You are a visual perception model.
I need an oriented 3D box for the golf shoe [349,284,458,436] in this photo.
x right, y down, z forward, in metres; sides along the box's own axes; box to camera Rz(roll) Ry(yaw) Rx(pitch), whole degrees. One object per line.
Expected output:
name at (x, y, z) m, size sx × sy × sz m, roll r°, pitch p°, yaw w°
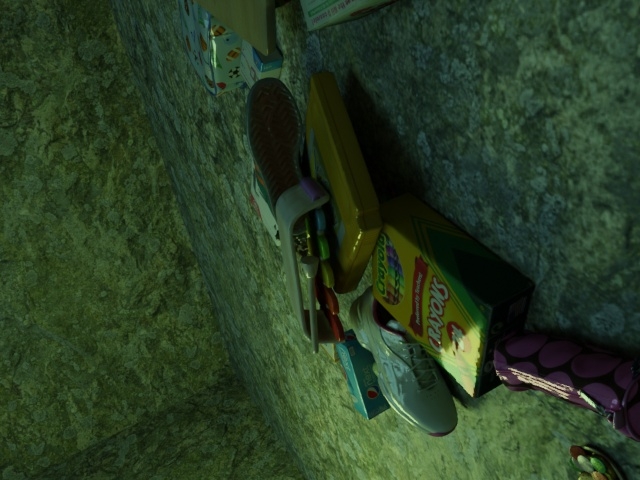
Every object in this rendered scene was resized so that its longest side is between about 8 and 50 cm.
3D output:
golf shoe at (0.158, 0.214, 1.023) m, size 0.306 × 0.115 × 0.140 m, roll 57°, pitch 154°, yaw 21°

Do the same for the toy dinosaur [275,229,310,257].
toy dinosaur at (-0.029, 0.025, 1.344) m, size 0.112 × 0.064 × 0.211 m, roll 38°, pitch 176°, yaw 39°

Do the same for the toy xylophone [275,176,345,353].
toy xylophone at (-0.012, 0.061, 0.998) m, size 0.236 × 0.081 × 0.322 m, roll -117°, pitch 18°, yaw -54°

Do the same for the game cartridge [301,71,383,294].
game cartridge at (0.024, -0.084, 0.984) m, size 0.323 × 0.053 × 0.285 m, roll 97°, pitch 157°, yaw -66°

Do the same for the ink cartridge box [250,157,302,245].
ink cartridge box at (-0.093, -0.113, 1.314) m, size 0.158 × 0.092 × 0.218 m, roll 57°, pitch 156°, yaw 23°

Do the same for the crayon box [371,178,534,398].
crayon box at (0.171, 0.065, 0.869) m, size 0.318 × 0.081 × 0.202 m, roll 46°, pitch 152°, yaw 44°

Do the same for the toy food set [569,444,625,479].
toy food set at (0.367, 0.311, 0.735) m, size 0.082 × 0.020 × 0.083 m, roll 64°, pitch 160°, yaw 7°

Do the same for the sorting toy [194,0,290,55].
sorting toy at (-0.150, -0.507, 0.967) m, size 0.255 × 0.089 × 0.257 m, roll 42°, pitch 156°, yaw 19°

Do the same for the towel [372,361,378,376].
towel at (0.168, 0.318, 1.221) m, size 0.148 × 0.027 × 0.110 m, roll 57°, pitch 157°, yaw 23°

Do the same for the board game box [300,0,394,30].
board game box at (0.025, -0.438, 0.673) m, size 0.224 × 0.098 × 0.303 m, roll 20°, pitch 129°, yaw 64°

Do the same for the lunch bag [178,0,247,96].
lunch bag at (-0.248, -0.499, 1.255) m, size 0.243 × 0.115 × 0.303 m, roll 62°, pitch 160°, yaw 19°

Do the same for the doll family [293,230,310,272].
doll family at (0.000, 0.000, 1.215) m, size 0.076 × 0.111 × 0.193 m, roll -68°, pitch -32°, yaw -50°

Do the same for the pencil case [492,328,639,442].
pencil case at (0.294, 0.161, 0.645) m, size 0.209 × 0.098 × 0.095 m, roll 0°, pitch 112°, yaw 69°

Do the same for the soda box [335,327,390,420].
soda box at (0.100, 0.321, 1.334) m, size 0.071 × 0.067 × 0.210 m, roll 21°, pitch 130°, yaw 62°

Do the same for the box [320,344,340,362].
box at (0.024, 0.262, 1.517) m, size 0.081 × 0.028 × 0.136 m, roll 46°, pitch 149°, yaw 44°

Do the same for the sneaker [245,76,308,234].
sneaker at (-0.089, -0.163, 1.071) m, size 0.121 × 0.108 × 0.302 m, roll -134°, pitch 32°, yaw -62°

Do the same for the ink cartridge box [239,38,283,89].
ink cartridge box at (-0.128, -0.374, 1.176) m, size 0.088 × 0.052 × 0.122 m, roll 60°, pitch 160°, yaw 15°
